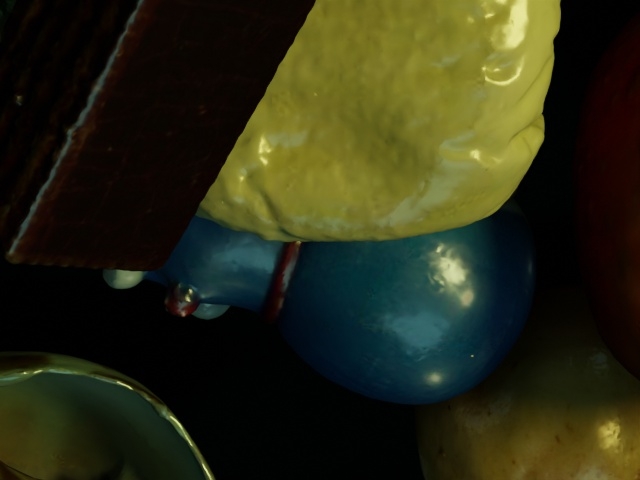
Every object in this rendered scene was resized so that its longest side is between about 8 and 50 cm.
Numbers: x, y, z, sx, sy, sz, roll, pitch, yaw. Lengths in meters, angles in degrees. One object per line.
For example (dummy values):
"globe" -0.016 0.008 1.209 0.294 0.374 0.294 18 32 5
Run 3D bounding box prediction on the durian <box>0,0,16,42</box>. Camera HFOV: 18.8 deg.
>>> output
"durian" -0.167 -0.153 0.913 0.107 0.132 0.375 1 160 2

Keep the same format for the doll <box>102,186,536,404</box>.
"doll" 0.000 0.000 1.142 0.257 0.161 0.215 21 152 -5

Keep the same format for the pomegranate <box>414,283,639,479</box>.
"pomegranate" 0.160 0.128 1.274 0.209 0.209 0.209 -3 142 -2

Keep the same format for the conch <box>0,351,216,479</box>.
"conch" -0.254 0.173 1.289 0.368 0.197 0.249 8 106 -16

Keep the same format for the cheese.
"cheese" 0.006 -0.106 0.971 0.226 0.117 0.214 5 109 6

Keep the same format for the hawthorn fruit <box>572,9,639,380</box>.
"hawthorn fruit" 0.257 -0.009 1.009 0.265 0.307 0.265 8 131 9

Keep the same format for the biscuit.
"biscuit" -0.038 -0.157 0.845 0.107 0.073 0.388 5 122 -50
